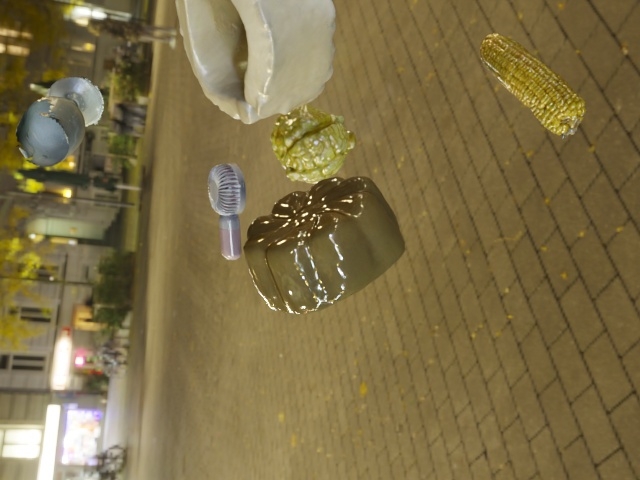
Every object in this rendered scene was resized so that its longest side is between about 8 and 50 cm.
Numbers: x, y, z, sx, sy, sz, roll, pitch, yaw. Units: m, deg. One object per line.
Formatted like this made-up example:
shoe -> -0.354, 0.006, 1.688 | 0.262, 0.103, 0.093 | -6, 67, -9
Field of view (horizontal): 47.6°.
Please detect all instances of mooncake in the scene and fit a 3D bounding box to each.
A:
mooncake -> 0.000, 0.000, 1.711 | 0.200, 0.379, 0.378 | 61, 172, -18

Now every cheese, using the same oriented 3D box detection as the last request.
cheese -> -0.115, -0.353, 1.221 | 0.292, 0.153, 0.332 | 47, 153, 28

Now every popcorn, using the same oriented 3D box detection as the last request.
popcorn -> -0.028, -0.309, 2.281 | 0.257, 0.271, 0.224 | -69, -16, -47

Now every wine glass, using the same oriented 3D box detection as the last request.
wine glass -> -0.593, -0.275, 1.657 | 0.321, 0.144, 0.143 | -103, 25, -64

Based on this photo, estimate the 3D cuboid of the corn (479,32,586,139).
corn -> 0.457, -0.353, 1.595 | 0.313, 0.102, 0.102 | 51, 140, 27

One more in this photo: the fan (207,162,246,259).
fan -> -0.230, -0.072, 1.823 | 0.130, 0.074, 0.244 | 20, 116, 59
